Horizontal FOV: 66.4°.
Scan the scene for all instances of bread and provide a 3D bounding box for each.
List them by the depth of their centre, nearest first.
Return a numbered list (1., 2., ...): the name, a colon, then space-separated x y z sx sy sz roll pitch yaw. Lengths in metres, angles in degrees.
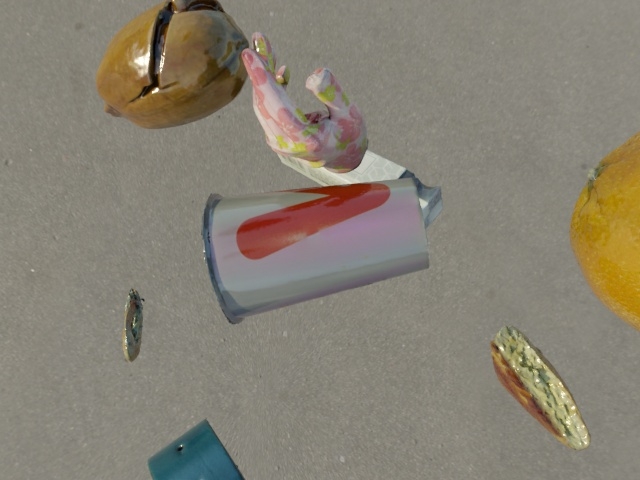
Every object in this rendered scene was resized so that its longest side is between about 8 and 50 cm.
1. bread: 0.258 0.178 0.566 0.054 0.154 0.136 -34 46 3

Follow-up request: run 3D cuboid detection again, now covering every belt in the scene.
1. belt: -0.174 0.577 0.959 0.173 0.300 0.436 -35 72 -22

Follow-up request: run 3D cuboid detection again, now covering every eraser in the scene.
1. eraser: 0.072 -0.151 1.085 0.404 0.098 0.096 32 73 28

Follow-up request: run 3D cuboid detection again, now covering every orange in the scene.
1. orange: 0.403 -0.009 0.508 0.265 0.264 0.263 2 72 -6

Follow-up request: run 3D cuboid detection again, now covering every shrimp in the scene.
1. shrimp: -0.424 0.184 1.105 0.042 0.101 0.190 -3 47 -13

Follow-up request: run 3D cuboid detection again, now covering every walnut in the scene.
1. walnut: -0.283 -0.306 0.894 0.337 0.209 0.208 -22 73 24

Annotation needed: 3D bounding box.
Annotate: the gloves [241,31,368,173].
1. gloves: -0.029 -0.175 0.680 0.145 0.241 0.126 37 102 40

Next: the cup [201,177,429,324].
1. cup: 0.000 0.000 0.709 0.289 0.203 0.202 -10 73 7
